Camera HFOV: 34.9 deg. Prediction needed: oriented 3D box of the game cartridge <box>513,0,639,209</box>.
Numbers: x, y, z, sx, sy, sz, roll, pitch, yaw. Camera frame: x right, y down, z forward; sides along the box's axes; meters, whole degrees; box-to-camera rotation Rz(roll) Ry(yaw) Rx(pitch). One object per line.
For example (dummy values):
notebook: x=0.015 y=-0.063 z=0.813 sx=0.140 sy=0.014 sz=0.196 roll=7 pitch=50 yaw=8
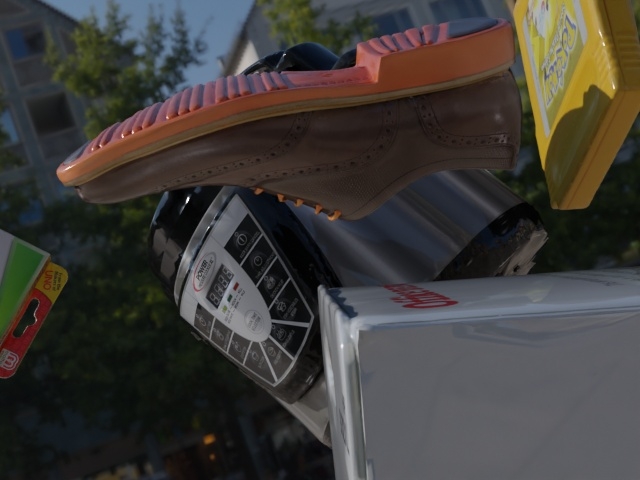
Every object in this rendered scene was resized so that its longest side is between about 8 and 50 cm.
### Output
game cartridge: x=0.297 y=-0.230 z=1.209 sx=0.053 sy=0.323 sz=0.285 roll=-1 pitch=-27 yaw=-2

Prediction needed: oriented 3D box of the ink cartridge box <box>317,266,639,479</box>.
ink cartridge box: x=0.158 y=0.075 z=0.413 sx=0.308 sy=0.129 sz=0.223 roll=-4 pitch=0 yaw=-2

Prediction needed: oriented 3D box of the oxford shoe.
oxford shoe: x=-0.019 y=-0.066 z=0.787 sx=0.364 sy=0.132 sz=0.130 roll=-13 pitch=19 yaw=4

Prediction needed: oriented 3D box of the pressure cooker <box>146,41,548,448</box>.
pressure cooker: x=0.002 y=0.000 z=1.207 sx=0.370 sy=0.420 sz=0.375 roll=-45 pitch=-17 yaw=-12

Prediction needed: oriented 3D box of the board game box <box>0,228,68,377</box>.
board game box: x=-0.380 y=0.020 z=0.957 sx=0.124 sy=0.259 sz=0.039 roll=-65 pitch=9 yaw=-21
